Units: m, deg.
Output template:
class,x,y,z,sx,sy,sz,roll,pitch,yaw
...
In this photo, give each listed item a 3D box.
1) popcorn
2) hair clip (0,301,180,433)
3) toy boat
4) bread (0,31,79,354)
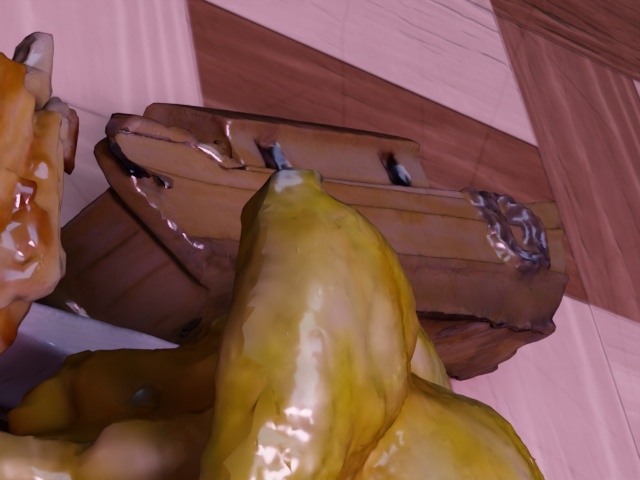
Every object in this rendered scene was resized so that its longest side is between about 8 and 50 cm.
class,x,y,z,sx,sy,sz,roll,pitch,yaw
popcorn,-0.026,0.138,0.705,0.321,0.325,0.290,-3,40,-40
hair clip,-0.056,0.110,0.915,0.331,0.085,0.101,16,38,-34
toy boat,0.000,0.000,1.077,0.445,0.136,0.162,6,51,-49
bread,-0.293,-0.099,0.792,0.370,0.191,0.314,18,43,-25
